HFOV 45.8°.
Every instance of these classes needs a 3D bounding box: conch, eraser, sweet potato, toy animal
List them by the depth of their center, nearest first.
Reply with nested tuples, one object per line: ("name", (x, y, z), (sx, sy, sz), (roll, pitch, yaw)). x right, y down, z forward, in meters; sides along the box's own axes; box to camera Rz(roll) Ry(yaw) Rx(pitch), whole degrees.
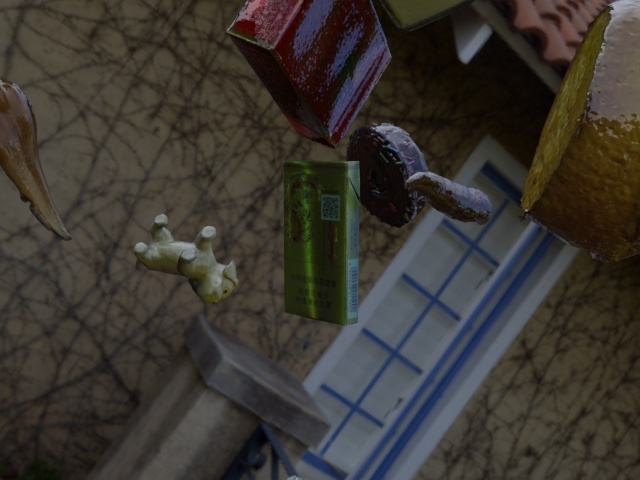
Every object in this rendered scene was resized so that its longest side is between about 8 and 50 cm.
("eraser", (0.107, -0.348, 0.923), (0.172, 0.117, 0.058), (45, 39, -38))
("conch", (-0.433, -0.149, 1.069), (0.330, 0.093, 0.109), (55, -19, -7))
("sweet potato", (0.241, -0.067, 1.337), (0.314, 0.066, 0.072), (11, 39, -52))
("toy animal", (-0.290, 0.048, 1.639), (0.233, 0.121, 0.168), (21, -37, 1))

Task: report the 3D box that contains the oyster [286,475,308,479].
("oyster", (-0.042, 0.430, 1.258), (0.037, 0.098, 0.100), (34, -35, -11))

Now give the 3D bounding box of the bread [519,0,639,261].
("bread", (0.452, -0.163, 1.113), (0.215, 0.398, 0.398), (20, -2, 6))

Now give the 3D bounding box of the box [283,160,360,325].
("box", (0.000, 0.000, 1.477), (0.173, 0.311, 0.043), (6, 9, 43))

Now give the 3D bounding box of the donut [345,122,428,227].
("donut", (0.146, -0.140, 1.593), (0.235, 0.089, 0.235), (46, -30, 36))

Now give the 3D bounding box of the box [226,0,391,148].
("box", (-0.003, -0.296, 1.147), (0.089, 0.197, 0.313), (26, -9, 24))
